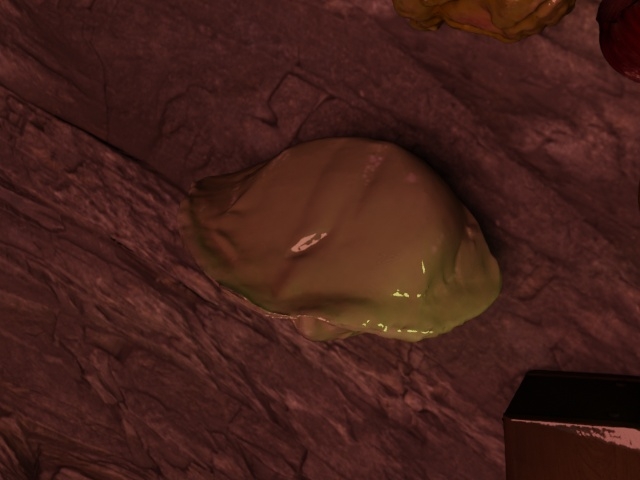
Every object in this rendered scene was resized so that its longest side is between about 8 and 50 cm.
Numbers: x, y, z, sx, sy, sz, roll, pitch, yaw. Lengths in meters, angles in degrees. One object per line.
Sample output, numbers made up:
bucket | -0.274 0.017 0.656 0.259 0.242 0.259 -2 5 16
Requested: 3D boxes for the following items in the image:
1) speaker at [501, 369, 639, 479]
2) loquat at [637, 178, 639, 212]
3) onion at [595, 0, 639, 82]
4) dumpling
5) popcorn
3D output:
speaker | 0.318 0.293 1.253 0.192 0.153 0.231 0 105 23
loquat | 0.449 -0.054 1.020 0.275 0.284 0.276 3 104 12
onion | 0.371 -0.249 1.017 0.248 0.248 0.161 -28 104 28
dumpling | 0.000 0.000 1.216 0.395 0.315 0.233 28 119 23
popcorn | 0.173 -0.321 1.111 0.259 0.212 0.259 3 100 18
